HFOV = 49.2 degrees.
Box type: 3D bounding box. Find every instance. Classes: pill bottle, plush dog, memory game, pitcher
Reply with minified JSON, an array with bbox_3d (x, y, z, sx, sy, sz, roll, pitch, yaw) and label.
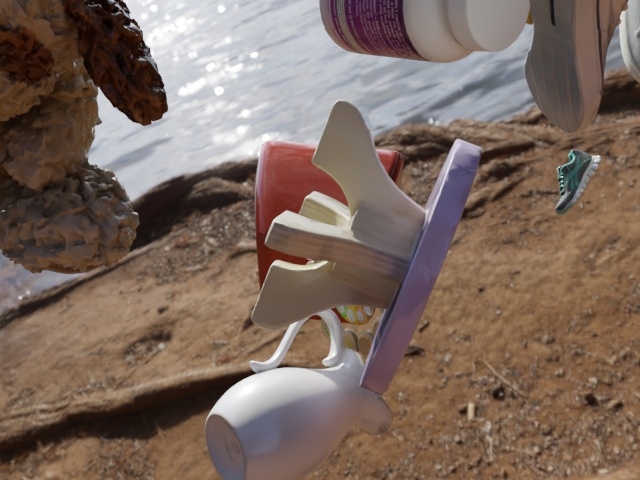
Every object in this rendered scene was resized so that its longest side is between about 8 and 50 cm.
[{"bbox_3d":[0.146,-0.347,1.016,0.169,0.169,0.301,-37,35,-21],"label":"pill bottle"},{"bbox_3d":[-0.211,-0.118,0.424,0.225,0.262,0.211,-37,41,53],"label":"plush dog"},{"bbox_3d":[0.036,0.063,0.896,0.012,0.186,0.186,-11,19,-36],"label":"memory game"},{"bbox_3d":[-0.033,0.178,0.807,0.207,0.178,0.125,-15,-11,-39],"label":"pitcher"}]

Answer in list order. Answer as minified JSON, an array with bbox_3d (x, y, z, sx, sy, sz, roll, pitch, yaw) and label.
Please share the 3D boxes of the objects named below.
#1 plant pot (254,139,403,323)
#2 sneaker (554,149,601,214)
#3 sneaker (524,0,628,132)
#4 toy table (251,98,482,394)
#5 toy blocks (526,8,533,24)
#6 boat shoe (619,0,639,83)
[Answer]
[{"bbox_3d":[0.000,0.000,1.275,0.267,0.267,0.236,6,38,8],"label":"plant pot"},{"bbox_3d":[0.556,-0.133,1.563,0.076,0.065,0.167,31,74,12],"label":"sneaker"},{"bbox_3d":[0.268,-0.213,0.708,0.091,0.258,0.094,-37,57,-7],"label":"sneaker"},{"bbox_3d":[0.041,0.006,0.726,0.160,0.275,0.252,22,1,4],"label":"toy table"},{"bbox_3d":[0.323,-0.531,1.102,0.190,0.261,0.381,28,56,10],"label":"toy blocks"},{"bbox_3d":[0.425,-0.326,0.768,0.118,0.321,0.103,20,5,2],"label":"boat shoe"}]
